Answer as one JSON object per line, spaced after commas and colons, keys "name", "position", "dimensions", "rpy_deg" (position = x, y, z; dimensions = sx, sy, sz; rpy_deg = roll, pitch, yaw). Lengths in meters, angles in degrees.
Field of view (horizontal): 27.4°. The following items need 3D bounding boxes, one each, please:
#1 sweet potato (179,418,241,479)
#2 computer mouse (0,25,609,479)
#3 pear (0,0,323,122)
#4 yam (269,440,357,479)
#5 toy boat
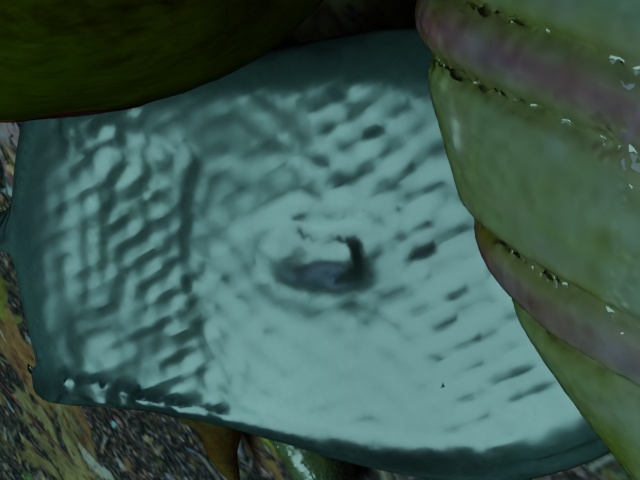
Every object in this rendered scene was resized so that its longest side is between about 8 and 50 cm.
{"name": "sweet potato", "position": [-0.087, 0.107, 0.939], "dimensions": [0.056, 0.056, 0.195], "rpy_deg": [19, 137, 44]}
{"name": "computer mouse", "position": [0.000, 0.000, 0.603], "dimensions": [0.371, 0.122, 0.188], "rpy_deg": [4, 97, 27]}
{"name": "pear", "position": [-0.092, -0.169, 0.431], "dimensions": [0.375, 0.287, 0.287], "rpy_deg": [-121, 7, -74]}
{"name": "yam", "position": [-0.010, 0.133, 0.864], "dimensions": [0.094, 0.043, 0.043], "rpy_deg": [59, 148, -5]}
{"name": "toy boat", "position": [0.121, -0.048, 0.403], "dimensions": [0.276, 0.111, 0.293], "rpy_deg": [46, 129, 24]}
